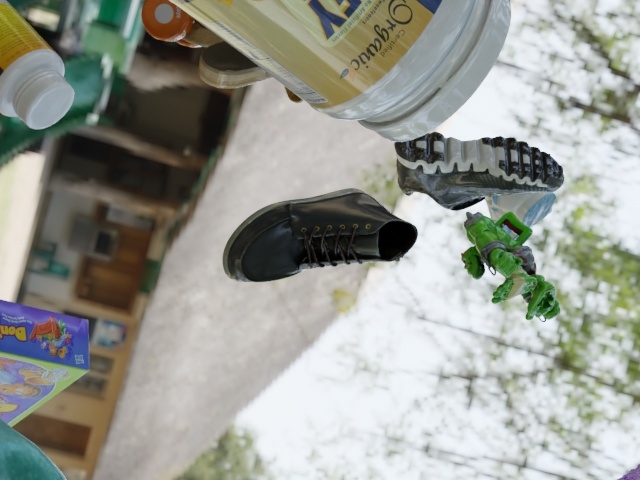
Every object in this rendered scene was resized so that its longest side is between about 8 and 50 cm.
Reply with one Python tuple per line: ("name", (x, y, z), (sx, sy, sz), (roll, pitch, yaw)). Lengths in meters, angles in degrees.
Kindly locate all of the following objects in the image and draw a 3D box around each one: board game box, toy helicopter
("board game box", (-0.501, 0.184, 1.915), (0.347, 0.233, 0.078), (-35, -130, 41))
("toy helicopter", (-0.173, -0.487, 2.274), (0.140, 0.235, 0.355), (-6, 87, -73))

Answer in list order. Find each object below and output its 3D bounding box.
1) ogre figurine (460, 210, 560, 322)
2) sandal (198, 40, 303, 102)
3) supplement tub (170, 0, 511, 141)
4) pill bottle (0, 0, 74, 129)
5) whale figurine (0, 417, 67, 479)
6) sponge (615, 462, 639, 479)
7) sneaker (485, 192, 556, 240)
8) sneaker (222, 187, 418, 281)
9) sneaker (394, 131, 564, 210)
("ogre figurine", (0.243, 0.030, 1.825), (0.097, 0.197, 0.118), (-50, -129, 26))
("sandal", (-0.040, -0.196, 1.655), (0.088, 0.240, 0.079), (48, -41, 35))
("supplement tub", (0.007, -0.257, 1.356), (0.228, 0.316, 0.228), (-38, -147, 30))
("pill bottle", (-0.448, -0.258, 2.032), (0.117, 0.215, 0.117), (-37, 158, -18))
("whale figurine", (-0.229, 0.117, 0.710), (0.272, 0.216, 0.141), (-12, 133, -61))
("sponge", (0.380, 0.285, 1.644), (0.031, 0.210, 0.117), (49, -22, 30))
("sneaker", (0.283, -0.057, 2.089), (0.087, 0.092, 0.228), (-37, 168, -12))
("sneaker", (0.000, 0.000, 1.670), (0.118, 0.222, 0.083), (26, -48, 51))
("sneaker", (0.210, -0.087, 1.929), (0.106, 0.234, 0.078), (100, -3, -47))
